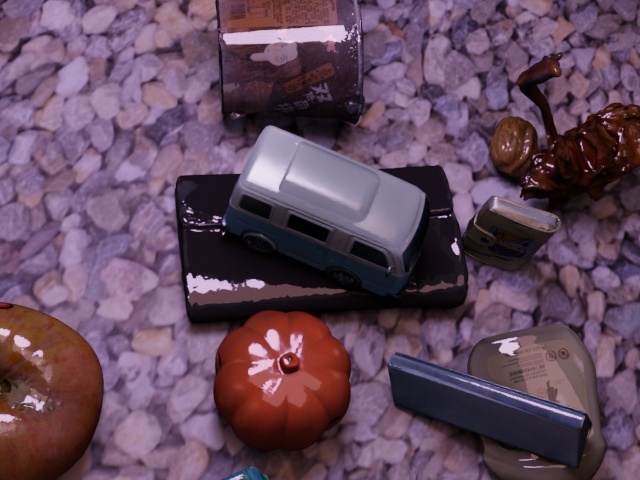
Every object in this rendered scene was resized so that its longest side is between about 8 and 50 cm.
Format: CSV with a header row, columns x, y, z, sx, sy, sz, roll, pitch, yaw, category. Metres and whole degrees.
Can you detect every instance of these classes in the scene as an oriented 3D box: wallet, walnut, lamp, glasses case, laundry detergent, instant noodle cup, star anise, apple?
x,y,z,sx,sy,sz,roll,pitch,yaw,category
0.000,0.000,1.598,0.406,0.062,0.228,-3,67,-12,wallet
0.298,-0.143,1.715,0.079,0.082,0.096,30,58,-29,walnut
-0.049,0.180,1.453,0.187,0.164,0.188,3,67,-7,lamp
0.223,0.212,1.474,0.266,0.105,0.056,16,53,23,glasses case
0.304,0.251,1.531,0.181,0.091,0.253,-8,69,-6,laundry detergent
-0.049,-0.274,1.637,0.207,0.217,0.218,-2,67,-5,instant noodle cup
0.267,-0.007,1.603,0.110,0.155,0.039,19,65,-2,wallet
0.377,-0.153,1.617,0.237,0.346,0.148,-27,53,16,star anise
-0.397,0.197,1.360,0.260,0.194,0.261,5,67,-11,apple

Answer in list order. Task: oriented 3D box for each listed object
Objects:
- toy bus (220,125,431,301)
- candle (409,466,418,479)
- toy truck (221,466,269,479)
x,y,z,sx,sy,sz,roll,pitch,yaw,category
0.017,-0.040,1.494,0.271,0.165,0.133,23,64,0,toy bus
0.125,0.432,1.370,0.187,0.187,0.330,0,64,-11,candle
-0.080,0.424,1.344,0.155,0.156,0.279,-21,71,-19,toy truck
